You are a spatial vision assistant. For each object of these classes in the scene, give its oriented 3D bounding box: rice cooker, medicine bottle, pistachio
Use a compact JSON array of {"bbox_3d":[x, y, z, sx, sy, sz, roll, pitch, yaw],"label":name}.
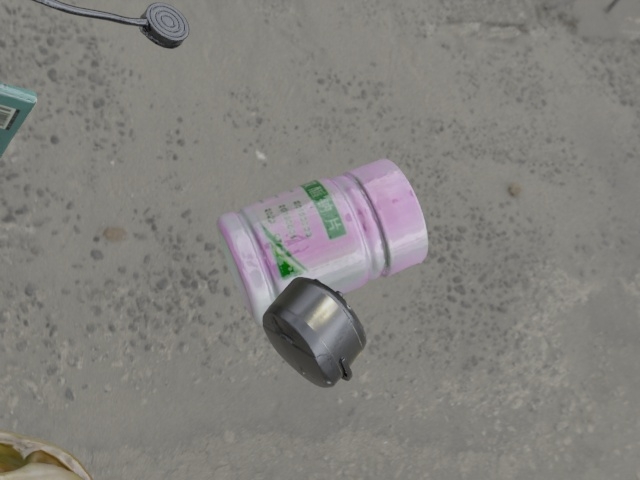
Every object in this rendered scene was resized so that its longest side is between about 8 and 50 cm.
[{"bbox_3d":[-0.005,0.120,0.884,0.112,0.165,0.106,26,72,36],"label":"rice cooker"},{"bbox_3d":[0.000,0.000,1.202,0.325,0.212,0.212,-20,73,-11],"label":"medicine bottle"},{"bbox_3d":[-0.416,0.364,0.907,0.197,0.166,0.288,-52,127,-6],"label":"pistachio"}]

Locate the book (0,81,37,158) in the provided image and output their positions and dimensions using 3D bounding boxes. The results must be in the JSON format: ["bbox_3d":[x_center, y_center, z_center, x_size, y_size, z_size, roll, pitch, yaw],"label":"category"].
[{"bbox_3d":[-0.735,-0.221,1.191,0.379,0.264,0.031,14,45,-44],"label":"book"}]

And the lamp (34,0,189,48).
[{"bbox_3d":[-0.301,-0.308,0.828,0.371,0.108,0.130,5,58,-43],"label":"lamp"}]
